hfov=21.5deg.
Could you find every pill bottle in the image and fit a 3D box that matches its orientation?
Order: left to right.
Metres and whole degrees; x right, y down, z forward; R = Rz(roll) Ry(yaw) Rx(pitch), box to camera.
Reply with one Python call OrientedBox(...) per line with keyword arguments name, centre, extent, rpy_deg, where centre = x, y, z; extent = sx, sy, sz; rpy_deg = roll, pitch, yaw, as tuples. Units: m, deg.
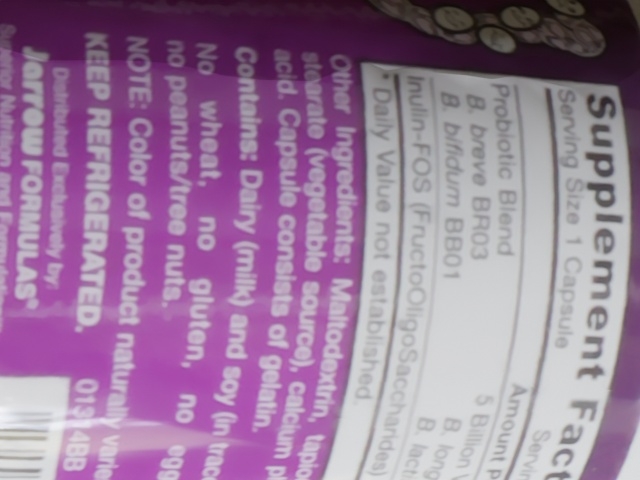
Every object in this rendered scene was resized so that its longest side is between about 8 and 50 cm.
OrientedBox(name="pill bottle", centre=(0.000, 0.000, 0.426), extent=(0.169, 0.301, 0.169), rpy_deg=(-178, -90, -70))
